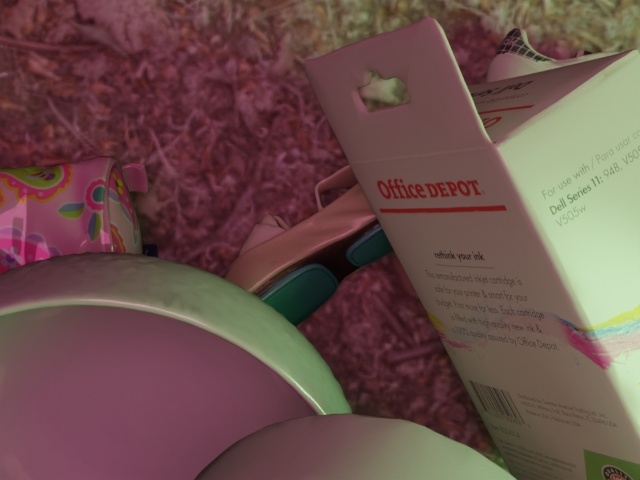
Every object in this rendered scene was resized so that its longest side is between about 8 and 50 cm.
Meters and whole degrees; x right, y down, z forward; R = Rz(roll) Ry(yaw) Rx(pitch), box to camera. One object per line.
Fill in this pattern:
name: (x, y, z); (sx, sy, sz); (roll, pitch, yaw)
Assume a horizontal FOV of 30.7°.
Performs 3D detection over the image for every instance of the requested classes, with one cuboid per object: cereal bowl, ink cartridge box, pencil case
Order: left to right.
pencil case: (-0.271, 0.000, 0.869); (0.284, 0.124, 0.124); (-4, 85, 2)
cereal bowl: (-0.132, 0.149, 0.804); (0.339, 0.141, 0.339); (2, 118, 4)
ink cartridge box: (0.146, 0.006, 0.749); (0.119, 0.207, 0.353); (-32, 103, -19)

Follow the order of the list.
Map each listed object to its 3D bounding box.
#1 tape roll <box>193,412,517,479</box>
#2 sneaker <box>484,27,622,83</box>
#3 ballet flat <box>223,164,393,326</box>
tape roll: (0.019, 0.247, 0.666); (0.286, 0.100, 0.286); (6, 110, 18)
sneaker: (0.237, -0.091, 0.873); (0.235, 0.090, 0.095); (16, 76, 2)
ballet flat: (0.000, 0.000, 0.883); (0.248, 0.086, 0.086); (-32, 85, -2)
